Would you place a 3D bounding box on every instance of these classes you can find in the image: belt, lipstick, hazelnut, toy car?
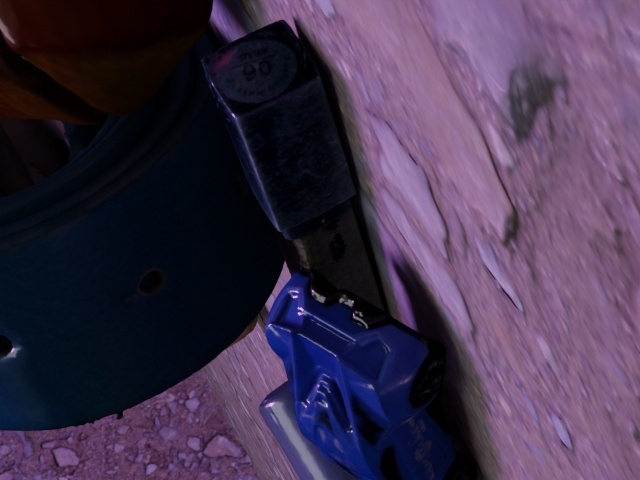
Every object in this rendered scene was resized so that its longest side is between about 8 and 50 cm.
[{"bbox_3d":[-0.200,-0.042,1.246,0.436,0.300,0.173,42,158,61],"label":"belt"},{"bbox_3d":[0.000,0.000,1.018,0.051,0.051,0.312,56,172,35],"label":"lipstick"},{"bbox_3d":[-0.174,-0.169,1.050,0.181,0.212,0.181,33,-132,-43],"label":"hazelnut"},{"bbox_3d":[0.025,0.097,1.009,0.103,0.063,0.216,29,155,29],"label":"toy car"}]

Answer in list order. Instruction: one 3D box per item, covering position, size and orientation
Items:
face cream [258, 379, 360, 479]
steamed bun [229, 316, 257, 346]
[{"bbox_3d":[0.088,0.251,1.178,0.385,0.086,0.135,58,175,-2],"label":"face cream"},{"bbox_3d":[-0.134,0.033,1.817,0.177,0.106,0.192,59,-179,-3],"label":"steamed bun"}]
